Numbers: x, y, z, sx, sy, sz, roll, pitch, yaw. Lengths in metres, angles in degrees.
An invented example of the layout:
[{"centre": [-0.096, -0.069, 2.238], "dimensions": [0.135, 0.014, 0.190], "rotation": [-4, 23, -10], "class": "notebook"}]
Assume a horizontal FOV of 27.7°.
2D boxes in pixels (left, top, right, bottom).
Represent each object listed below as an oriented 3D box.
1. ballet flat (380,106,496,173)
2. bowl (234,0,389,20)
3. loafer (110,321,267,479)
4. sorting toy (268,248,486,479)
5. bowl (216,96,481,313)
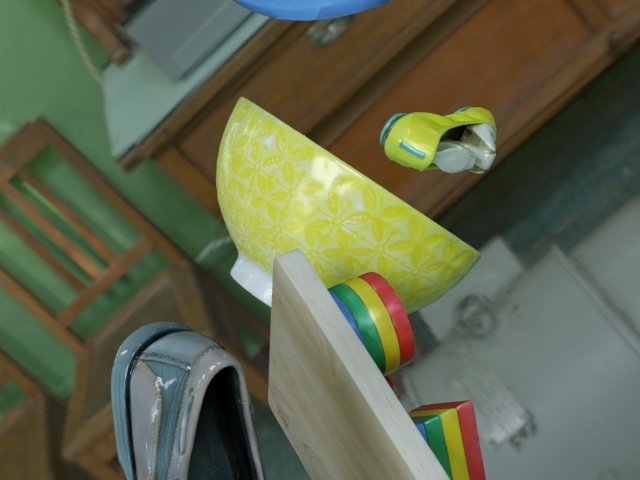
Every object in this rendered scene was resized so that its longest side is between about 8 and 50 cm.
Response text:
[{"centre": [0.153, -0.106, 1.468], "dimensions": [0.077, 0.231, 0.077], "rotation": [33, 112, 27], "class": "ballet flat"}, {"centre": [0.040, -0.405, 1.408], "dimensions": [0.391, 0.077, 0.391], "rotation": [-16, 48, 18], "class": "bowl"}, {"centre": [-0.069, 0.185, 0.823], "dimensions": [0.096, 0.268, 0.084], "rotation": [-23, 19, -38], "class": "loafer"}, {"centre": [0.054, 0.163, 1.127], "dimensions": [0.089, 0.255, 0.257], "rotation": [-22, 58, -18], "class": "sorting toy"}, {"centre": [0.000, 0.000, 1.292], "dimensions": [0.156, 0.289, 0.289], "rotation": [-57, 26, 2], "class": "bowl"}]
